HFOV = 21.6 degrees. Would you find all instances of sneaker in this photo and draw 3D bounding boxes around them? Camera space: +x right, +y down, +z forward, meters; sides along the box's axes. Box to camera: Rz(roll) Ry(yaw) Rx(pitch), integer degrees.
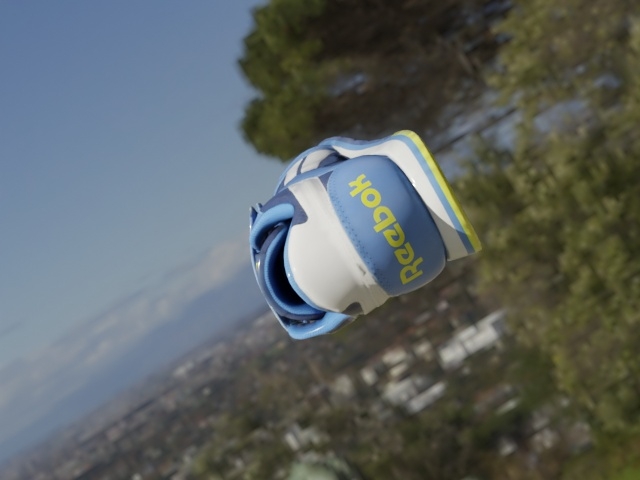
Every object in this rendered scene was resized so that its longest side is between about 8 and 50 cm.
[{"bbox_3d":[0.000,0.000,0.539,0.059,0.053,0.144,-35,3,-13],"label":"sneaker"}]
